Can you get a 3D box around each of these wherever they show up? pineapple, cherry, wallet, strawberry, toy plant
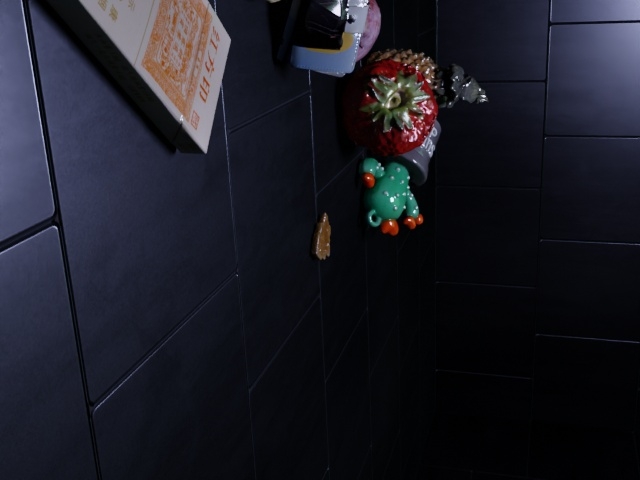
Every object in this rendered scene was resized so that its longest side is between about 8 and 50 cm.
[{"bbox_3d":[0.308,-0.447,2.299,0.223,0.357,0.223,4,90,-77],"label":"pineapple"},{"bbox_3d":[0.044,-0.477,1.715,0.192,0.175,0.250,67,19,-9],"label":"cherry"},{"bbox_3d":[0.019,-0.443,1.542,0.069,0.170,0.231,-124,-135,-54],"label":"wallet"},{"bbox_3d":[0.170,-0.341,2.094,0.277,0.257,0.257,159,-63,-71],"label":"strawberry"},{"bbox_3d":[0.223,-0.206,2.380,0.400,0.185,0.279,-64,150,-21],"label":"toy plant"}]

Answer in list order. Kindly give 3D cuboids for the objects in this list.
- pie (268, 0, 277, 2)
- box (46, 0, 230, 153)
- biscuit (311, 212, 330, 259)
[{"bbox_3d":[-0.093,-0.596,1.386,0.339,0.077,0.339,10,90,-76],"label":"pie"},{"bbox_3d":[-0.218,-0.285,1.038,0.365,0.051,0.205,56,39,-64],"label":"box"},{"bbox_3d":[0.000,0.000,1.907,0.130,0.019,0.119,-58,148,-60],"label":"biscuit"}]
